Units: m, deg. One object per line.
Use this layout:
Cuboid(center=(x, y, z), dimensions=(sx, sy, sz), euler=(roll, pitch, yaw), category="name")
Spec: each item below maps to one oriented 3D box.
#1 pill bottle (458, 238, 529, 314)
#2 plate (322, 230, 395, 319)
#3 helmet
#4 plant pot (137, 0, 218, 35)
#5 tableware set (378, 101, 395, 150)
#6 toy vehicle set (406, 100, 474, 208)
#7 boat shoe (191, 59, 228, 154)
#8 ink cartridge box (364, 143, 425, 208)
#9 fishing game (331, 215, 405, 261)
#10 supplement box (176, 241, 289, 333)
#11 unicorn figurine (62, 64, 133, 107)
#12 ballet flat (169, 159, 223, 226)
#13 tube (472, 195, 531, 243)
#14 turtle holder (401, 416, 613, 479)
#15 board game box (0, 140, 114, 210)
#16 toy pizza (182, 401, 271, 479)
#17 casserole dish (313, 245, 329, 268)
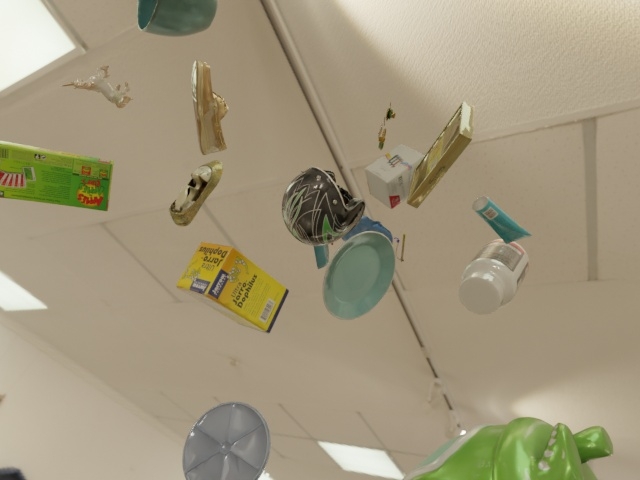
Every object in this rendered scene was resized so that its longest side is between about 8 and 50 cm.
Cuboid(center=(0.585, 0.123, 1.373), dimensions=(0.176, 0.318, 0.176), euler=(16, -63, 33), category="pill bottle")
Cuboid(center=(0.074, 0.068, 0.801), dimensions=(0.024, 0.188, 0.188), euler=(30, -25, 49), category="plate")
Cuboid(center=(-0.003, -0.070, 0.856), dimensions=(0.169, 0.161, 0.169), euler=(6, -81, 40), category="helmet")
Cuboid(center=(-0.448, -0.790, 1.307), dimensions=(0.195, 0.290, 0.290), euler=(6, -28, -40), category="plant pot")
Cuboid(center=(0.234, -0.397, 1.418), dimensions=(0.024, 0.154, 0.104), euler=(16, -23, 15), category="tableware set")
Cuboid(center=(0.327, -0.230, 1.115), dimensions=(0.035, 0.166, 0.267), euler=(25, -40, -4), category="toy vehicle set")
Cuboid(center=(-0.195, -0.236, 0.727), dimensions=(0.059, 0.063, 0.170), euler=(-9, -44, -19), category="boat shoe")
Cuboid(center=(0.269, -0.227, 1.422), dimensions=(0.127, 0.176, 0.128), euler=(44, -17, 43), category="ink cartridge box")
Cuboid(center=(0.147, -0.018, 1.304), dimensions=(0.264, 0.041, 0.189), euler=(12, -40, 22), category="fishing game")
Cuboid(center=(-0.322, 0.184, 1.541), dimensions=(0.194, 0.195, 0.356), euler=(6, -27, 39), category="supplement box")
Cuboid(center=(-0.633, -0.448, 1.173), dimensions=(0.162, 0.111, 0.060), euler=(32, -34, -24), category="unicorn figurine")
Cuboid(center=(-0.526, -0.222, 1.713), dimensions=(0.123, 0.349, 0.123), euler=(23, -20, 9), category="ballet flat")
Cuboid(center=(0.537, -0.054, 1.209), dimensions=(0.207, 0.052, 0.080), euler=(35, -34, -24), category="tube")
Cuboid(center=(0.167, 0.314, 0.368), dimensions=(0.227, 0.320, 0.243), euler=(-31, -98, 34), category="turtle holder")
Cuboid(center=(-0.479, -0.114, 0.729), dimensions=(0.181, 0.043, 0.092), euler=(7, -75, -26), category="board game box")
Cuboid(center=(-0.207, 0.464, 0.901), dimensions=(0.201, 0.201, 0.032), euler=(7, -37, 16), category="toy pizza")
Cuboid(center=(0.000, 0.000, 1.241), dimensions=(0.037, 0.114, 0.188), euler=(-6, -58, 6), category="casserole dish")
